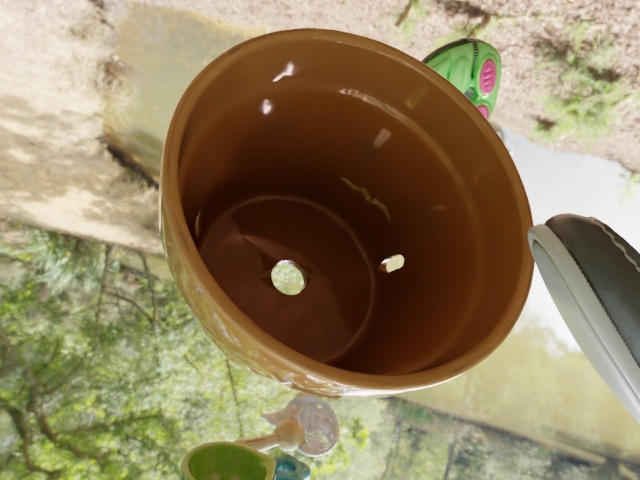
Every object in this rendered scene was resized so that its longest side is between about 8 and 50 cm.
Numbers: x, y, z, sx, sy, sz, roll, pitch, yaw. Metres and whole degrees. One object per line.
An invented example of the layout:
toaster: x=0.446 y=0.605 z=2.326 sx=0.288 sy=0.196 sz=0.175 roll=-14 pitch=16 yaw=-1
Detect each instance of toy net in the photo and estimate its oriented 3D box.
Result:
toy net: x=-0.021 y=0.179 z=0.525 sx=0.122 sy=0.045 sz=0.232 roll=11 pitch=-169 yaw=15

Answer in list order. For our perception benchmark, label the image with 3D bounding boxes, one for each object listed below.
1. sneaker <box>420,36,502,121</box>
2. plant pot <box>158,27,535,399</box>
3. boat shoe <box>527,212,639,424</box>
sneaker: x=0.170 y=-0.232 z=1.170 sx=0.186 sy=0.202 sz=0.483 roll=8 pitch=157 yaw=-15
plant pot: x=0.000 y=0.000 z=0.527 sx=0.291 sy=0.290 sz=0.203 roll=20 pitch=151 yaw=-12
boat shoe: x=0.238 y=0.096 z=0.367 sx=0.335 sy=0.096 sz=0.112 roll=51 pitch=-169 yaw=-20
